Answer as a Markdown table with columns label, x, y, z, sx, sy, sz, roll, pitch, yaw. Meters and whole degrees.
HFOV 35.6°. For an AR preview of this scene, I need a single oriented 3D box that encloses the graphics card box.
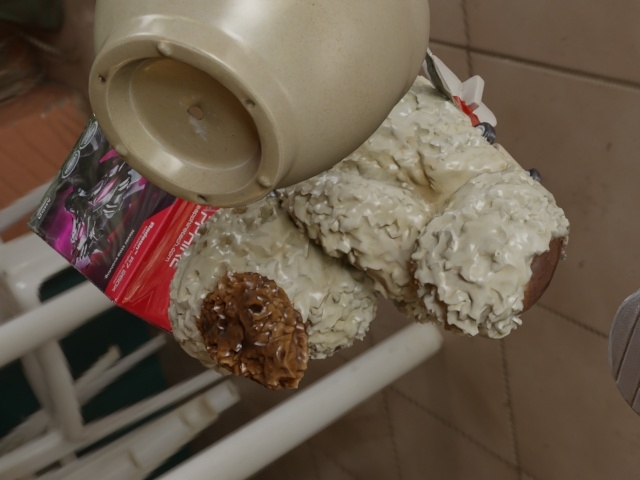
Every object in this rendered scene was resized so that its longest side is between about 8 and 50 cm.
| label | x | y | z | sx | sy | sz | roll | pitch | yaw |
| --- | --- | --- | --- | --- | --- | --- | --- | --- | --- |
| graphics card box | -0.225 | -0.054 | 1.244 | 0.094 | 0.233 | 0.371 | 32 | 177 | -33 |

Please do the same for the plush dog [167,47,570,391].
| label | x | y | z | sx | sy | sz | roll | pitch | yaw |
| --- | --- | --- | --- | --- | --- | --- | --- | --- | --- |
| plush dog | 0.000 | 0.000 | 0.644 | 0.211 | 0.225 | 0.262 | 54 | 176 | -1 |

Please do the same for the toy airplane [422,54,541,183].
| label | x | y | z | sx | sy | sz | roll | pitch | yaw |
| --- | --- | --- | --- | --- | --- | --- | --- | --- | --- |
| toy airplane | 0.205 | -0.141 | 1.748 | 0.272 | 0.384 | 0.386 | -42 | 72 | 20 |

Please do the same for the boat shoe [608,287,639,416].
| label | x | y | z | sx | sy | sz | roll | pitch | yaw |
| --- | --- | --- | --- | --- | --- | --- | --- | --- | --- |
| boat shoe | 0.339 | 0.037 | 0.799 | 0.121 | 0.119 | 0.335 | 51 | 151 | 28 |

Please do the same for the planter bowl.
| label | x | y | z | sx | sy | sz | roll | pitch | yaw |
| --- | --- | --- | --- | --- | --- | --- | --- | --- | --- |
| planter bowl | -0.041 | -0.085 | 0.471 | 0.162 | 0.109 | 0.162 | 16 | 140 | 14 |
